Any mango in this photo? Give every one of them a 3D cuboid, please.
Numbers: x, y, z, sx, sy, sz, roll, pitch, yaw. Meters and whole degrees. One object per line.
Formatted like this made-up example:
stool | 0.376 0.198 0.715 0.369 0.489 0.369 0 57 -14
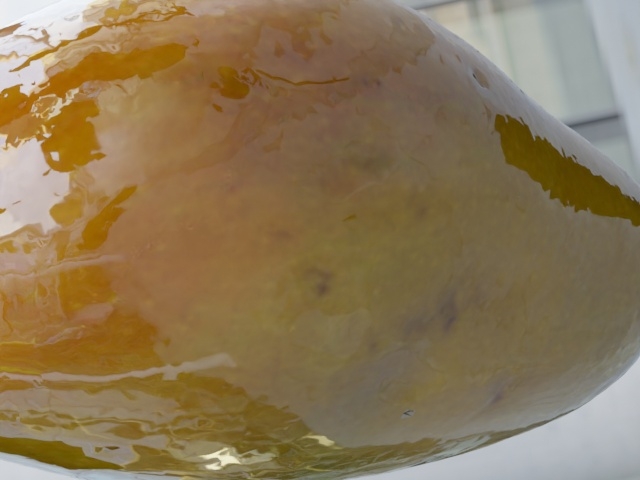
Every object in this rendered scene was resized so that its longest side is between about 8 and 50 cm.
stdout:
mango | 0.000 0.000 0.509 0.113 0.253 0.138 49 124 45
